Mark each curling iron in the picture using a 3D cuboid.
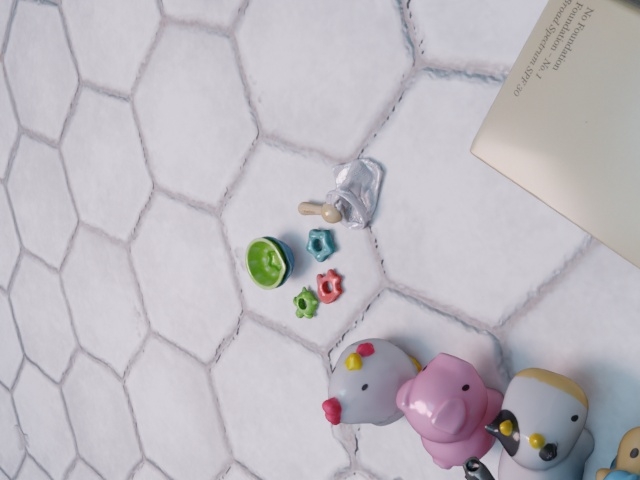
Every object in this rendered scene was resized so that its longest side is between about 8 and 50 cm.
[{"bbox_3d":[0.166,0.270,0.628,0.068,0.035,0.274,15,149,36],"label":"curling iron"}]

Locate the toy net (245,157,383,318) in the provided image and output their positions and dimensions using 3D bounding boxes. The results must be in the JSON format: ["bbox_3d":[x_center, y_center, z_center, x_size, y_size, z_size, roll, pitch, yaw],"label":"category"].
[{"bbox_3d":[0.000,0.000,0.817,0.232,0.045,0.122,-48,68,38],"label":"toy net"}]

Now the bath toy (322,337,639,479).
[{"bbox_3d":[0.141,0.179,0.674,0.348,0.129,0.152,14,109,40],"label":"bath toy"}]

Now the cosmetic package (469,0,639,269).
[{"bbox_3d":[0.285,-0.054,0.502,0.309,0.113,0.160,41,124,29],"label":"cosmetic package"}]
